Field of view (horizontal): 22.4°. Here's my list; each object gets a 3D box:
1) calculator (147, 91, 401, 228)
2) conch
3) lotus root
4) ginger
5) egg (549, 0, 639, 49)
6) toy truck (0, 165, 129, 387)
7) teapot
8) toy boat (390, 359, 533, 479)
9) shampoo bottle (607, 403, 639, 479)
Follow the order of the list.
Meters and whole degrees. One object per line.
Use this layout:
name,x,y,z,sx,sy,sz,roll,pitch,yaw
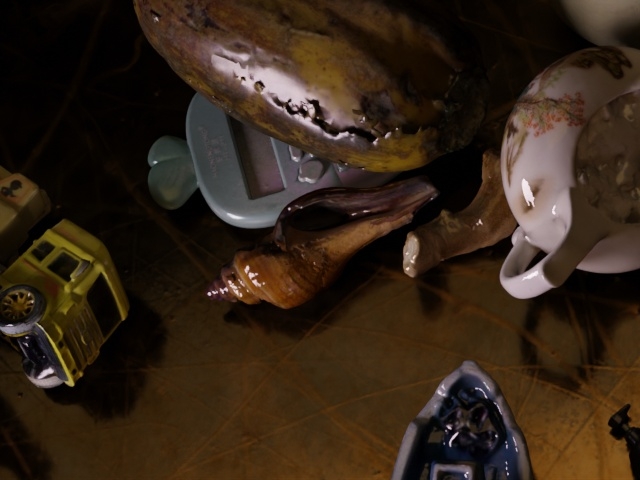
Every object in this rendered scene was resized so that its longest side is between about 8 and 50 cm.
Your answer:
calculator,-0.032,-0.103,1.613,0.295,0.042,0.184,-17,63,2
conch,-0.003,-0.002,1.532,0.233,0.080,0.086,-40,97,1
lotus root,-0.023,-0.198,1.530,0.397,0.179,0.196,31,57,20
ginger,0.180,-0.062,1.526,0.288,0.075,0.089,-37,87,-11
egg,0.318,-0.294,1.503,0.219,0.269,0.219,15,44,-15
toy truck,-0.307,0.014,1.579,0.272,0.124,0.157,30,65,27
teapot,0.258,-0.064,1.445,0.204,0.139,0.298,40,80,-18
toy boat,0.113,0.248,1.357,0.129,0.142,0.309,3,65,12
shampoo bottle,0.302,0.200,1.398,0.048,0.027,0.137,-44,63,1
